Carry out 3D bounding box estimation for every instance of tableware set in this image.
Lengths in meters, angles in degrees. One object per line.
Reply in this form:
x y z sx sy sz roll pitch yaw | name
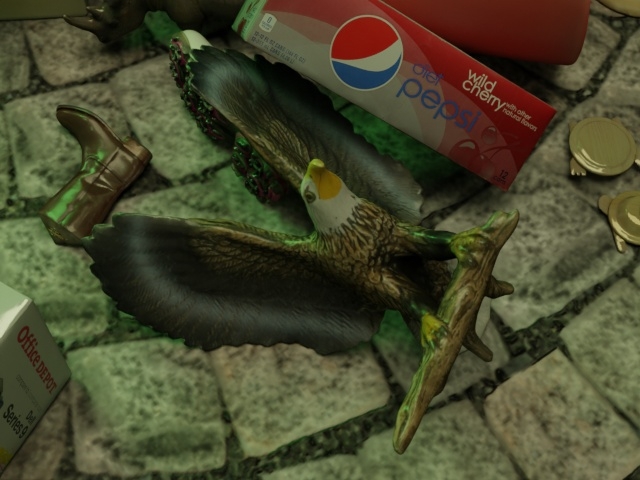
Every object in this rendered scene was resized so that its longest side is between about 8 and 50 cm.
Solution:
0.313 -0.062 0.942 0.169 0.020 0.141 -11 66 -10 | tableware set

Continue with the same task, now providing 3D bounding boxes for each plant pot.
0.112 -0.294 0.933 0.243 0.275 0.275 -1 62 6 | plant pot

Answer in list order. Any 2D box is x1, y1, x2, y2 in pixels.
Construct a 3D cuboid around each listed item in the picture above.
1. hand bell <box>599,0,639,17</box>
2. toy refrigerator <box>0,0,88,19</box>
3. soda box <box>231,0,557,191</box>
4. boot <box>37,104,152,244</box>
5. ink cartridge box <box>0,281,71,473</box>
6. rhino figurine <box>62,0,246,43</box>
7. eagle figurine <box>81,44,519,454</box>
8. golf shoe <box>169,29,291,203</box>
0.337 -0.337 0.962 0.126 0.242 0.126 1 62 -3 | hand bell
-0.365 -0.276 0.980 0.270 0.094 0.102 -3 62 -5 | toy refrigerator
0.061 -0.143 0.857 0.263 0.092 0.083 27 100 -19 | soda box
-0.221 -0.057 0.907 0.106 0.037 0.114 28 69 14 | boot
-0.286 0.133 0.732 0.093 0.154 0.212 26 64 11 | ink cartridge box
-0.120 -0.231 0.961 0.243 0.106 0.073 -11 63 -9 | rhino figurine
-0.001 -0.008 0.804 0.298 0.225 0.226 21 36 28 | eagle figurine
-0.067 -0.122 0.932 0.086 0.067 0.186 -33 78 -24 | golf shoe
